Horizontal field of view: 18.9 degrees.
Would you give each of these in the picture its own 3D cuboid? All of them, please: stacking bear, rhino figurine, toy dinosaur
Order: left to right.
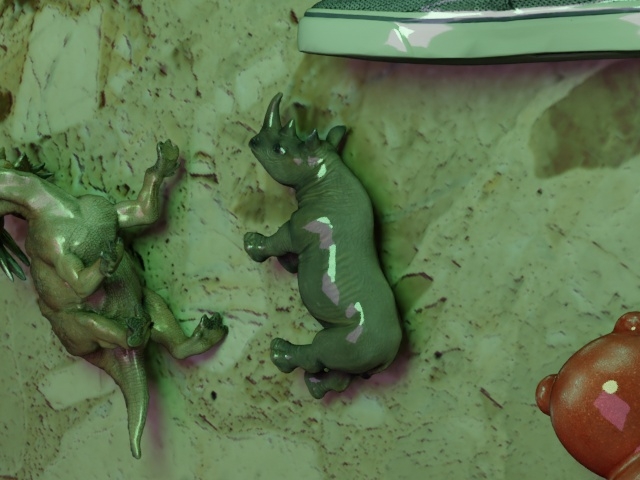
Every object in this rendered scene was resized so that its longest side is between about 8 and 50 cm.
[{"bbox_3d":[-0.205,0.033,1.618,0.200,0.127,0.295,-9,104,38],"label":"toy dinosaur"},{"bbox_3d":[0.000,0.000,1.515,0.106,0.073,0.243,-17,86,35],"label":"rhino figurine"},{"bbox_3d":[0.269,0.188,1.337,0.175,0.164,0.289,-45,69,27],"label":"stacking bear"}]

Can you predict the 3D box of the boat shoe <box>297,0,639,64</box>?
[{"bbox_3d":[0.144,-0.209,1.386,0.341,0.127,0.158,0,92,22],"label":"boat shoe"}]
